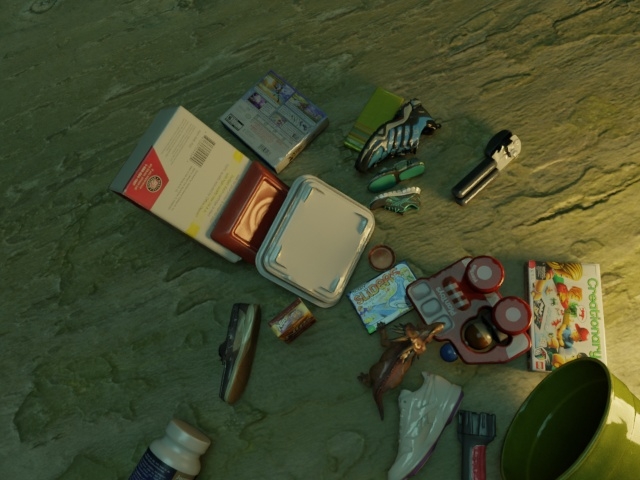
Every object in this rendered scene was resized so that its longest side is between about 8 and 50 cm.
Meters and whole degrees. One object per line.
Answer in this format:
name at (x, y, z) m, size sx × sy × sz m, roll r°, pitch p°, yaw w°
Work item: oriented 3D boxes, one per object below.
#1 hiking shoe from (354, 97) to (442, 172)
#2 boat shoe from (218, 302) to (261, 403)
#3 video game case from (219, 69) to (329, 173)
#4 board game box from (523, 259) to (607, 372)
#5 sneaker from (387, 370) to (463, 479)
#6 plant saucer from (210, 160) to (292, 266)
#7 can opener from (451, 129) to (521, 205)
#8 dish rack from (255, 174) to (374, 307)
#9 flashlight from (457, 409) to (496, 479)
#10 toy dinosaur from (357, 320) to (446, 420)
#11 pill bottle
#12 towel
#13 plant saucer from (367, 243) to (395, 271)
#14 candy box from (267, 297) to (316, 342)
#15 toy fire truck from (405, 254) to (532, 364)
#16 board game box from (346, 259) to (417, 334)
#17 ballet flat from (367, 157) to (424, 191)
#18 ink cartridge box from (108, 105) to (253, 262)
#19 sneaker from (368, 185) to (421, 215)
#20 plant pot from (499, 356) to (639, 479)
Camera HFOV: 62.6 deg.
hiking shoe at (0.235, -0.303, 1.616) m, size 0.132 × 0.113 × 0.304 m, roll 45°, pitch 81°, yaw 4°
boat shoe at (-0.242, 0.313, 1.493) m, size 0.092 × 0.103 × 0.286 m, roll 8°, pitch 70°, yaw 14°
video game case at (-0.150, -0.388, 1.718) m, size 0.269 × 0.061 × 0.244 m, roll 43°, pitch 83°, yaw 16°
board game box at (0.668, 0.211, 1.446) m, size 0.192 × 0.053 × 0.306 m, roll 2°, pitch 73°, yaw 7°
sneaker at (0.247, 0.488, 1.388) m, size 0.152 × 0.114 × 0.305 m, roll 30°, pitch 70°, yaw 21°
plant saucer at (-0.151, -0.055, 1.527) m, size 0.047 × 0.259 × 0.259 m, roll 13°, pitch 70°, yaw 51°
can opener at (0.502, -0.219, 1.600) m, size 0.280 × 0.074 × 0.093 m, roll -45°, pitch 39°, yaw -10°
dish rack at (0.000, 0.000, 1.515) m, size 0.285 × 0.072 × 0.333 m, roll 30°, pitch 78°, yaw -15°
flashlight at (0.407, 0.594, 1.333) m, size 0.103 × 0.103 × 0.305 m, roll 14°, pitch 72°, yaw -18°
toy dinosaur at (0.192, 0.321, 1.371) m, size 0.127 × 0.200 × 0.296 m, roll 26°, pitch 80°, yaw -4°
pill bottle at (-0.412, 0.619, 1.384) m, size 0.153 × 0.153 × 0.265 m, roll 28°, pitch 78°, yaw 14°
towel at (0.173, -0.384, 1.705) m, size 0.102 × 0.021 × 0.237 m, roll 28°, pitch 77°, yaw 8°
plant saucer at (0.182, 0.053, 1.569) m, size 0.083 × 0.013 × 0.084 m, roll -2°, pitch 72°, yaw 6°
candy box at (-0.075, 0.226, 1.452) m, size 0.109 × 0.187 × 0.053 m, roll -39°, pitch 72°, yaw -6°
toy fire truck at (0.404, 0.200, 1.422) m, size 0.253 × 0.169 × 0.302 m, roll -30°, pitch 72°, yaw 2°
board game box at (0.194, 0.164, 1.522) m, size 0.201 × 0.035 × 0.136 m, roll -30°, pitch 72°, yaw -4°
ballet flat at (0.227, -0.206, 1.627) m, size 0.188 × 0.070 × 0.070 m, roll -19°, pitch 72°, yaw -2°
ink cartridge box at (-0.345, -0.149, 1.499) m, size 0.160 × 0.384 × 0.279 m, roll 12°, pitch 69°, yaw 54°
sneaker at (0.228, -0.109, 1.591) m, size 0.166 × 0.065 × 0.076 m, roll -14°, pitch 76°, yaw 3°
plant pot at (0.678, 0.525, 1.216) m, size 0.352 × 0.366 × 0.367 m, roll 36°, pitch 79°, yaw 4°
